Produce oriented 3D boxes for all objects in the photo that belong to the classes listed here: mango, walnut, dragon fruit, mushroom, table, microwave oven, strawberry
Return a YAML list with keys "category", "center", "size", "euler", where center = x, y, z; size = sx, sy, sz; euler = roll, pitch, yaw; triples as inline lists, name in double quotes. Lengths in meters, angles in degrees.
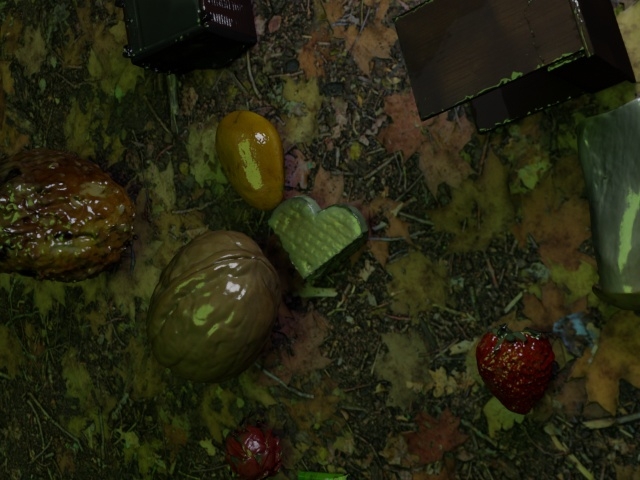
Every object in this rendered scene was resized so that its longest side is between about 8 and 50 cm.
- category: "mango"
  center: [-0.138, -0.168, 1.720]
  size: [0.147, 0.109, 0.227]
  euler: [-34, 74, 26]
- category: "walnut"
  center: [-0.213, 0.135, 1.688]
  size: [0.252, 0.277, 0.313]
  euler: [32, 121, -11]
- category: "dragon fruit"
  center: [-0.142, 0.442, 1.744]
  size: [0.142, 0.130, 0.121]
  euler: [10, 130, 33]
- category: "mushroom"
  center: [0.474, -0.052, 1.287]
  size: [0.122, 0.159, 0.328]
  euler: [-4, 93, 0]
- category: "table"
  center: [0.310, -0.306, 1.328]
  size: [0.282, 0.250, 0.196]
  euler: [-20, 81, 32]
- category: "microwave oven"
  center: [-0.282, -0.469, 1.771]
  size: [0.247, 0.178, 0.188]
  euler: [-12, 82, 34]
- category: "strawberry"
  center: [0.325, 0.217, 1.409]
  size: [0.131, 0.131, 0.148]
  euler: [14, 91, 33]

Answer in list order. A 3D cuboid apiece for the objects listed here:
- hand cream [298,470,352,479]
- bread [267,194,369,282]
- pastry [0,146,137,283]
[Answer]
- category: "hand cream"
  center: [0.011, 0.486, 1.690]
  size: [0.122, 0.023, 0.036]
  euler: [-3, 86, 31]
- category: "bread"
  center: [0.000, 0.000, 1.658]
  size: [0.232, 0.064, 0.172]
  euler: [8, 96, 35]
- category: "pastry"
  center: [-0.646, -0.054, 1.936]
  size: [0.405, 0.337, 0.292]
  euler: [31, 115, 30]
